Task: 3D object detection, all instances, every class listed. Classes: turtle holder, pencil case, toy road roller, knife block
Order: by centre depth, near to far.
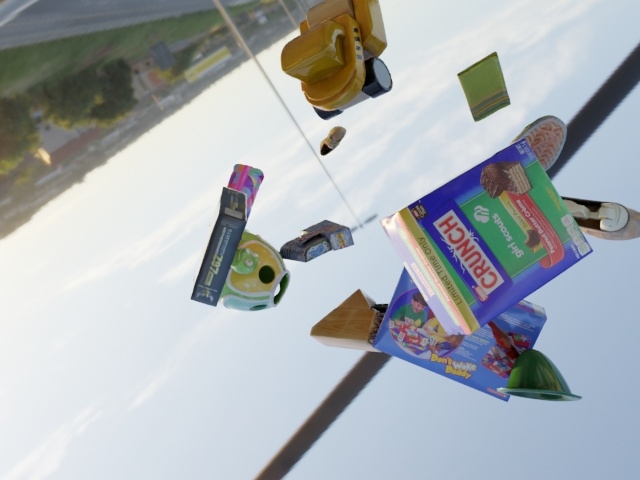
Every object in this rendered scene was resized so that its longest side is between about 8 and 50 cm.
[{"bbox_3d":[0.023,-0.473,1.670,0.203,0.329,0.241,-19,159,33],"label":"toy road roller"},{"bbox_3d":[-0.230,-0.102,1.901,0.104,0.104,0.236,-17,-134,41],"label":"pencil case"},{"bbox_3d":[0.125,0.268,1.937,0.276,0.088,0.242,-40,-139,12],"label":"knife block"},{"bbox_3d":[-0.210,0.076,2.013,0.243,0.228,0.320,-55,163,-40],"label":"turtle holder"}]

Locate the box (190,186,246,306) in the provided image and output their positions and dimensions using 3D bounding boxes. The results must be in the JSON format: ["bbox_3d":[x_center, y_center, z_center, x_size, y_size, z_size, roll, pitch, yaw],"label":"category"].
[{"bbox_3d":[-0.202,0.006,1.391,0.232,0.059,0.183,-109,-141,-73],"label":"box"}]

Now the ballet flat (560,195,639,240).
[{"bbox_3d":[0.756,-0.069,1.938,0.316,0.106,0.107,8,-103,20],"label":"ballet flat"}]

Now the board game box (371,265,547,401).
[{"bbox_3d":[0.328,0.209,1.658,0.078,0.347,0.233,-48,159,-71],"label":"board game box"}]

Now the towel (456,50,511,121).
[{"bbox_3d":[0.389,-0.355,1.628,0.102,0.021,0.237,-31,155,11],"label":"towel"}]

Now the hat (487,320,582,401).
[{"bbox_3d":[0.475,0.250,1.525,0.173,0.209,0.183,-17,-119,53],"label":"hat"}]

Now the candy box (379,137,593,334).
[{"bbox_3d":[0.322,-0.008,1.353,0.317,0.268,0.122,-30,178,-15],"label":"candy box"}]

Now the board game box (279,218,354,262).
[{"bbox_3d":[0.000,0.000,2.051,0.194,0.060,0.194,-26,-164,-29],"label":"board game box"}]

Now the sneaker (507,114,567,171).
[{"bbox_3d":[0.442,-0.172,1.598,0.302,0.108,0.121,-55,-168,26],"label":"sneaker"}]

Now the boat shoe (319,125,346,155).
[{"bbox_3d":[0.036,-0.292,2.050,0.135,0.050,0.045,137,-29,-59],"label":"boat shoe"}]
